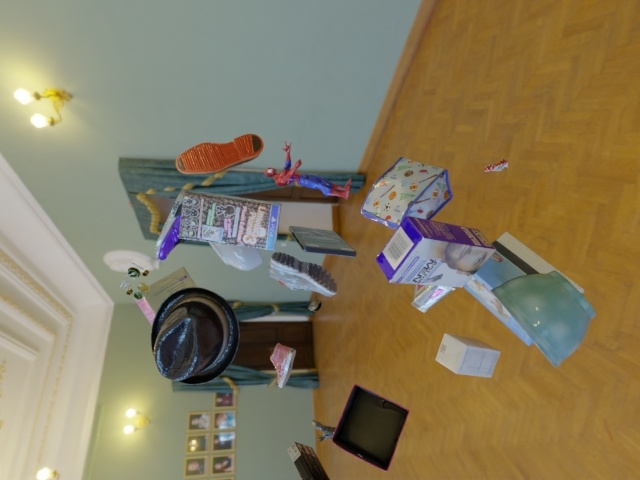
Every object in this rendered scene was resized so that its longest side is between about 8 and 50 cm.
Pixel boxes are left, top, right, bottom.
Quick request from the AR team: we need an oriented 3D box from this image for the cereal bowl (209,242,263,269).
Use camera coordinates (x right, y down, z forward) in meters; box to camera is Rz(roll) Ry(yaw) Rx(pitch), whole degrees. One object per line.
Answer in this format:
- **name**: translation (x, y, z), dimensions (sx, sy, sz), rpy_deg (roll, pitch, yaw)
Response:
- **cereal bowl**: translation (-0.410, 0.005, 1.813), dimensions (0.339, 0.141, 0.339), rpy_deg (48, 165, 17)

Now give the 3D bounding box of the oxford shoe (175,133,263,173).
- **oxford shoe**: translation (-0.417, -0.339, 1.699), dimensions (0.132, 0.363, 0.130), rpy_deg (145, 108, -71)

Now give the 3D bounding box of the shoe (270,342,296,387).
- **shoe**: translation (-0.157, 0.492, 1.601), dimensions (0.063, 0.081, 0.178), rpy_deg (-30, -42, -66)

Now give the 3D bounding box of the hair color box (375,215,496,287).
- **hair color box**: translation (0.364, 0.044, 1.269), dimensions (0.185, 0.338, 0.110), rpy_deg (-60, 41, 32)

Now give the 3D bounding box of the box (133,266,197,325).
- **box**: translation (-0.624, 0.274, 1.726), dimensions (0.117, 0.213, 0.243), rpy_deg (-28, 96, 47)

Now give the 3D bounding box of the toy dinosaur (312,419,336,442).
- **toy dinosaur**: translation (0.059, 0.952, 2.000), dimensions (0.118, 0.268, 0.064), rpy_deg (-51, 28, 35)

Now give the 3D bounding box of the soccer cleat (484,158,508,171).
- **soccer cleat**: translation (0.639, -0.264, 1.471), dimensions (0.036, 0.083, 0.029), rpy_deg (57, -162, -32)

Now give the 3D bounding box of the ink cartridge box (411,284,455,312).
- **ink cartridge box**: translation (0.536, 0.197, 1.906), dimensions (0.235, 0.088, 0.193), rpy_deg (-53, 7, 42)

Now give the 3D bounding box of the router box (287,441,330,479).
- **router box**: translation (-0.041, 0.879, 1.569), dimensions (0.133, 0.046, 0.179), rpy_deg (44, 180, -42)

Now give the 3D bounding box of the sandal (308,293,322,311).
- **sandal**: translation (-0.017, 0.277, 1.741), dimensions (0.072, 0.049, 0.180), rpy_deg (-59, 1, -3)

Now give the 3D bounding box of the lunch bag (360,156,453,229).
- **lunch bag**: translation (0.441, -0.216, 2.130), dimensions (0.327, 0.385, 0.239), rpy_deg (28, 155, 48)

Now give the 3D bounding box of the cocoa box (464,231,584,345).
- **cocoa box**: translation (0.771, 0.189, 1.586), dimensions (0.347, 0.228, 0.231), rpy_deg (48, 172, 34)

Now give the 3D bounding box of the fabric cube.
- **fabric cube**: translation (0.222, 0.806, 1.765), dimensions (0.259, 0.254, 0.258), rpy_deg (-63, -18, -18)

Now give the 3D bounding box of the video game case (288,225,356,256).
- **video game case**: translation (0.000, 0.000, 1.532), dimensions (0.274, 0.196, 0.026), rpy_deg (-134, 53, -68)

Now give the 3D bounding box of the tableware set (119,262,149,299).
- **tableware set**: translation (-0.679, 0.157, 1.497), dimensions (0.154, 0.104, 0.024), rpy_deg (-49, 18, 28)

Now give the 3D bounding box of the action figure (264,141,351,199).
- **action figure**: translation (-0.039, -0.224, 1.284), dimensions (0.091, 0.280, 0.139), rpy_deg (-73, -9, -59)

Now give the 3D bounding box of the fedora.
- **fedora**: translation (-0.423, 0.324, 1.295), dimensions (0.152, 0.333, 0.334), rpy_deg (-57, -30, -83)

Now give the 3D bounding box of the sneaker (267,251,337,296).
- **sneaker**: translation (-0.070, 0.144, 1.546), dimensions (0.115, 0.281, 0.105), rpy_deg (-64, 0, 34)

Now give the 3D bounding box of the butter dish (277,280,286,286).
- **butter dish**: translation (-0.156, 0.179, 2.025), dimensions (0.118, 0.159, 0.160), rpy_deg (-66, -3, 39)

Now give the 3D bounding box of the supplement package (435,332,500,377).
- **supplement package**: translation (0.672, 0.523, 1.842), dimensions (0.134, 0.244, 0.139), rpy_deg (25, 98, 60)

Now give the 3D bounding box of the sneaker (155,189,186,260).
- **sneaker**: translation (-0.536, -0.036, 1.583), dimensions (0.293, 0.146, 0.102), rpy_deg (-62, 19, 10)

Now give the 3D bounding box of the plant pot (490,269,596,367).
- **plant pot**: translation (0.715, 0.218, 1.272), dimensions (0.196, 0.293, 0.293), rpy_deg (-39, 29, 14)

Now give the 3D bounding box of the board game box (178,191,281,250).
- **board game box**: translation (-0.279, -0.068, 1.317), dimensions (0.232, 0.290, 0.141), rpy_deg (-127, 45, -81)
